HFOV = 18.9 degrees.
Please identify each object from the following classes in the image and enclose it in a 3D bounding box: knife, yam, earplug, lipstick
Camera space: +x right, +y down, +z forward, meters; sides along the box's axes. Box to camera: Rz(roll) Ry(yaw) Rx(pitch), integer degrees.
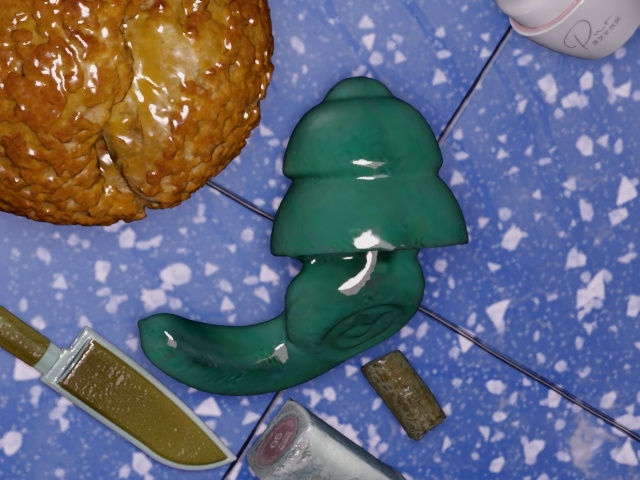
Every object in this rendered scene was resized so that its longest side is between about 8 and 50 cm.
[{"bbox_3d":[-0.207,0.105,1.634,0.343,0.027,0.061,39,87,-22],"label":"knife"},{"bbox_3d":[0.074,0.135,1.717,0.043,0.043,0.094,-37,109,-4],"label":"yam"},{"bbox_3d":[-0.003,0.000,1.622,0.257,0.164,0.280,5,92,19],"label":"earplug"},{"bbox_3d":[0.068,0.253,1.727,0.290,0.077,0.076,36,92,-22],"label":"lipstick"}]

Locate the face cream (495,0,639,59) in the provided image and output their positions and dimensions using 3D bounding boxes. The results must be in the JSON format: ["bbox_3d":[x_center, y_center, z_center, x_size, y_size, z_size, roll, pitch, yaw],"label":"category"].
[{"bbox_3d":[0.213,-0.216,1.626,0.104,0.117,0.117,30,94,-28],"label":"face cream"}]

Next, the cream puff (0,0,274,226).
[{"bbox_3d":[-0.178,-0.147,1.478,0.303,0.212,0.303,-5,104,-20],"label":"cream puff"}]
